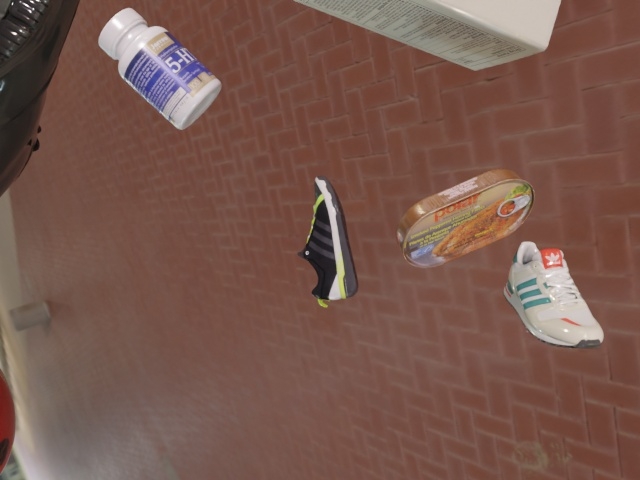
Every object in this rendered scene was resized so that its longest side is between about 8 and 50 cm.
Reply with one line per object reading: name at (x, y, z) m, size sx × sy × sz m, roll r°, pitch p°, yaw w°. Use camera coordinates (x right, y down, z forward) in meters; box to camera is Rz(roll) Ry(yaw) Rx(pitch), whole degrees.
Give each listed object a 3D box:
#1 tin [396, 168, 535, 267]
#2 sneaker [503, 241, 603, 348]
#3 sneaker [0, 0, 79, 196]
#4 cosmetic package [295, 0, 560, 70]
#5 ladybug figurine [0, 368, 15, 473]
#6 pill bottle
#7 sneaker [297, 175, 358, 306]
tin at (0.191, -0.030, 0.657) m, size 0.106 × 0.189 × 0.040 m, roll 69°, pitch 178°, yaw -48°
sneaker at (0.243, 0.051, 0.523) m, size 0.161 × 0.057 × 0.075 m, roll -93°, pitch 3°, yaw -72°
sneaker at (-0.244, -0.106, 0.340) m, size 0.109 × 0.130 × 0.286 m, roll 36°, pitch 97°, yaw -4°
cosmetic package at (0.124, -0.326, 0.615) m, size 0.160 × 0.309 × 0.113 m, roll -150°, pitch 73°, yaw -71°
ladybug figurine at (-0.590, 0.255, 0.654) m, size 0.161 × 0.305 × 0.449 m, roll 18°, pitch 151°, yaw 33°
pill bottle at (-0.272, -0.291, 0.835) m, size 0.186 × 0.112 × 0.112 m, roll 42°, pitch 143°, yaw -12°
sneaker at (0.000, 0.000, 0.876) m, size 0.097 × 0.084 × 0.235 m, roll -13°, pitch 81°, yaw 8°
